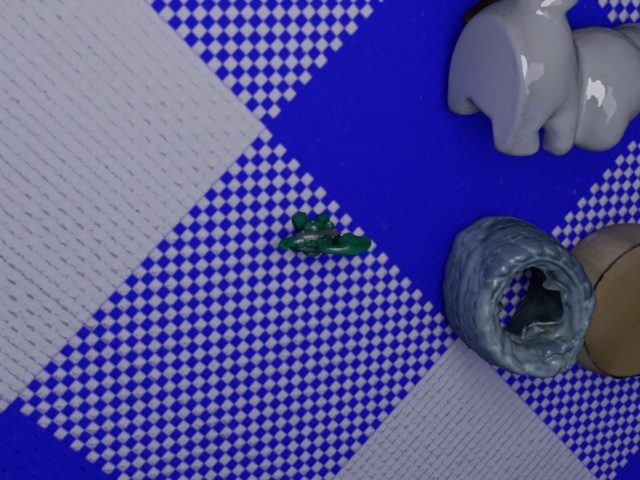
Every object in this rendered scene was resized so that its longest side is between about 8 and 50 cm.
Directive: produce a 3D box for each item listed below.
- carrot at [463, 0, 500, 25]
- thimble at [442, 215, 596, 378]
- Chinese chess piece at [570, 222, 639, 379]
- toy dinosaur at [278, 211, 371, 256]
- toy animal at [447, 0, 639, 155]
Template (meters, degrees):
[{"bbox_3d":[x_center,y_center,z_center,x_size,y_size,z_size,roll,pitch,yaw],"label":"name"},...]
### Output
[{"bbox_3d":[0.276,-0.364,1.669,0.190,0.037,0.037,-44,122,-12],"label":"carrot"},{"bbox_3d":[0.295,0.088,1.768,0.205,0.172,0.250,-32,117,-10],"label":"thimble"},{"bbox_3d":[0.497,0.099,1.914,0.257,0.104,0.257,-10,113,-26],"label":"Chinese chess piece"},{"bbox_3d":[0.000,0.000,1.616,0.132,0.096,0.059,-7,110,-29],"label":"toy dinosaur"},{"bbox_3d":[0.373,-0.248,1.645,0.367,0.196,0.241,1,126,-31],"label":"toy animal"}]
